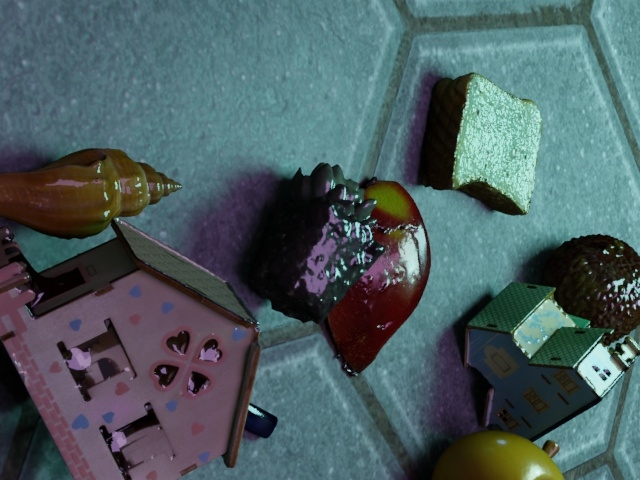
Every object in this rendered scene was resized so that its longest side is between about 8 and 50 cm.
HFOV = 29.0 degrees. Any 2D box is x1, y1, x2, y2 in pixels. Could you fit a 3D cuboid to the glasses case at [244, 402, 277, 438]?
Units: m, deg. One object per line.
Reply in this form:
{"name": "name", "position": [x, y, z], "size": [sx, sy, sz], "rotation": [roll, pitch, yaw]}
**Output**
{"name": "glasses case", "position": [-0.085, 0.227, 1.572], "size": [0.083, 0.023, 0.034], "rotation": [34, 67, -41]}

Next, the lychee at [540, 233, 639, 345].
{"name": "lychee", "position": [0.448, 0.080, 1.997], "size": [0.194, 0.194, 0.195], "rotation": [-5, 96, -45]}

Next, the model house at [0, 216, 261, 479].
{"name": "model house", "position": [-0.192, 0.104, 1.283], "size": [0.244, 0.169, 0.326], "rotation": [-25, 114, -9]}

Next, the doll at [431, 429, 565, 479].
{"name": "doll", "position": [0.281, 0.364, 1.829], "size": [0.236, 0.213, 0.213], "rotation": [-37, 118, -34]}

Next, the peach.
{"name": "peach", "position": [0.083, 0.052, 1.701], "size": [0.189, 0.068, 0.279], "rotation": [7, 88, -43]}

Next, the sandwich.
{"name": "sandwich", "position": [0.246, -0.142, 1.852], "size": [0.214, 0.065, 0.186], "rotation": [19, 79, -45]}

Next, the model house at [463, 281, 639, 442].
{"name": "model house", "position": [0.329, 0.167, 1.885], "size": [0.206, 0.271, 0.178], "rotation": [47, 56, 5]}

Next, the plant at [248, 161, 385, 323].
{"name": "plant", "position": [0.000, 0.000, 1.563], "size": [0.129, 0.132, 0.194], "rotation": [40, 68, -34]}

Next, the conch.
{"name": "conch", "position": [-0.290, -0.041, 1.293], "size": [0.330, 0.109, 0.093], "rotation": [-12, 109, -34]}
